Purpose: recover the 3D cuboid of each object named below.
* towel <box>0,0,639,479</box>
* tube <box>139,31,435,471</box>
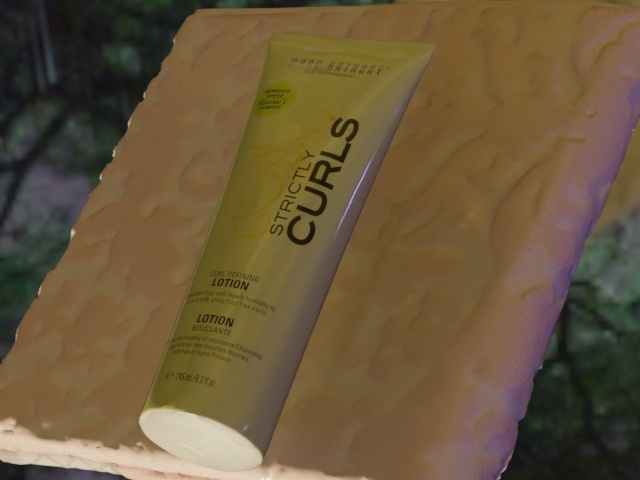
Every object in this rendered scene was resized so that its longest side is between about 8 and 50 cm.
[{"bbox_3d":[0.000,0.000,1.031,0.317,0.053,0.331,3,-126,32],"label":"towel"},{"bbox_3d":[-0.021,-0.006,0.914,0.062,0.070,0.240,-40,-154,59],"label":"tube"}]
